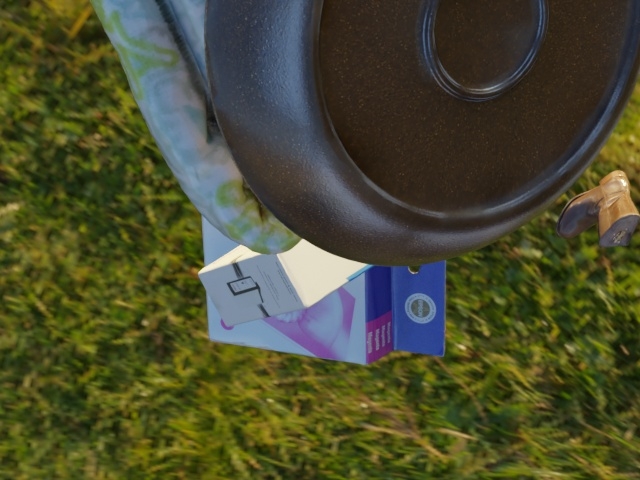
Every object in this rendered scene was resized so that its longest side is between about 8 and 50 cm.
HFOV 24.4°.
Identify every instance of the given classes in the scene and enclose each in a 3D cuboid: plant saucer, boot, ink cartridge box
[{"bbox_3d":[0.083,-0.126,0.842,0.050,0.311,0.310,29,89,53],"label":"plant saucer"},{"bbox_3d":[0.298,-0.015,1.592,0.037,0.114,0.106,32,117,-17],"label":"boot"},{"bbox_3d":[0.000,0.000,1.964,0.330,0.071,0.324,6,112,22],"label":"ink cartridge box"},{"bbox_3d":[-0.035,0.028,1.821,0.148,0.203,0.086,-32,98,-31],"label":"ink cartridge box"}]

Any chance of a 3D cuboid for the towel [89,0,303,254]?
[{"bbox_3d":[-0.122,-0.185,0.970,0.090,0.320,0.374,-25,104,-1],"label":"towel"}]
